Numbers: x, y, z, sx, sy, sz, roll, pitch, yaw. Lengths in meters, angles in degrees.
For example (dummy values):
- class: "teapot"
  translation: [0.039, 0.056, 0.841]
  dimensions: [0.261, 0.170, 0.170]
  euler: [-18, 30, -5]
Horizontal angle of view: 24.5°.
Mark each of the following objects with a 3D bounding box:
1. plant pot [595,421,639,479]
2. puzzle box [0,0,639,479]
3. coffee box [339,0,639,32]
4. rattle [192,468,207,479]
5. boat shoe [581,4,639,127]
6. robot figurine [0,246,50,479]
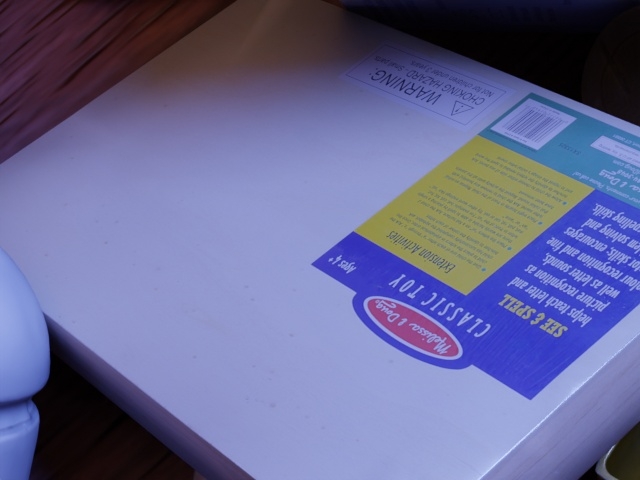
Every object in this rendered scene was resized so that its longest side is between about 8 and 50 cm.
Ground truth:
- class: "plant pot"
  translation: [0.196, 0.121, 0.768]
  dimensions: [0.081, 0.083, 0.081]
  euler: [30, 71, 20]
- class: "puzzle box"
  translation: [0.000, 0.000, 0.771]
  dimensions: [0.272, 0.052, 0.409]
  euler: [-37, 42, -21]
- class: "coffee box"
  translation: [0.165, -0.307, 0.789]
  dimensions: [0.338, 0.337, 0.334]
  euler: [3, 86, 11]
- class: "rattle"
  translation: [0.035, 0.109, 0.826]
  dimensions: [0.199, 0.143, 0.130]
  euler: [12, 97, -3]
- class: "boat shoe"
  translation: [0.300, -0.021, 0.800]
  dimensions: [0.341, 0.110, 0.122]
  euler: [45, 119, 28]
- class: "robot figurine"
  translation: [-0.246, 0.122, 0.714]
  dimensions: [0.199, 0.300, 0.354]
  euler: [10, 96, -16]
